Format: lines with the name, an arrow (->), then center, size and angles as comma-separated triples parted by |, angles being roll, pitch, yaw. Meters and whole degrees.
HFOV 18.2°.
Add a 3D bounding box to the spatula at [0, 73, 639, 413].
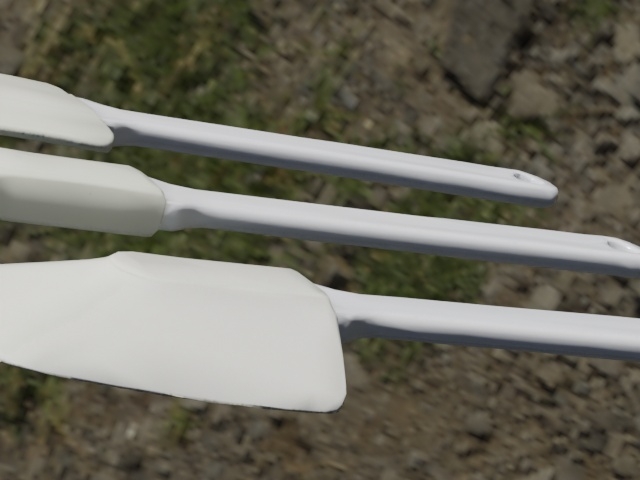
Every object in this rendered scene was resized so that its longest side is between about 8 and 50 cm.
spatula -> 0.000, 0.000, 0.470 | 0.168, 0.242, 0.019 | 35, 112, 52
